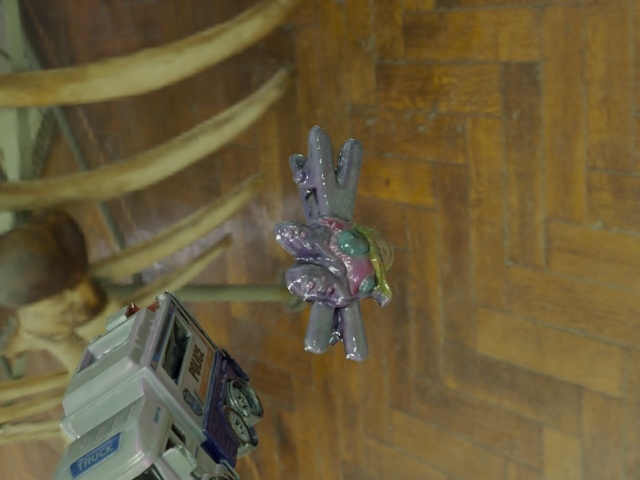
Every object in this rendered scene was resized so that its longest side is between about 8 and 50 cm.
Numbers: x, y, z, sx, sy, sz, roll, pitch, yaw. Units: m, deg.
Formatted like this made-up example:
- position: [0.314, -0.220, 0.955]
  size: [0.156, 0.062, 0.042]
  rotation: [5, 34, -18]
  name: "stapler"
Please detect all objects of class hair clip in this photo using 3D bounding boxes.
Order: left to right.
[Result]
- position: [0.007, -0.011, 1.164]
  size: [0.090, 0.137, 0.278]
  rotation: [-48, 38, 38]
  name: "hair clip"

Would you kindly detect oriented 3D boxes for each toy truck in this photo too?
- position: [-0.144, 0.163, 0.942]
  size: [0.155, 0.124, 0.268]
  rotation: [53, -170, -15]
  name: "toy truck"
